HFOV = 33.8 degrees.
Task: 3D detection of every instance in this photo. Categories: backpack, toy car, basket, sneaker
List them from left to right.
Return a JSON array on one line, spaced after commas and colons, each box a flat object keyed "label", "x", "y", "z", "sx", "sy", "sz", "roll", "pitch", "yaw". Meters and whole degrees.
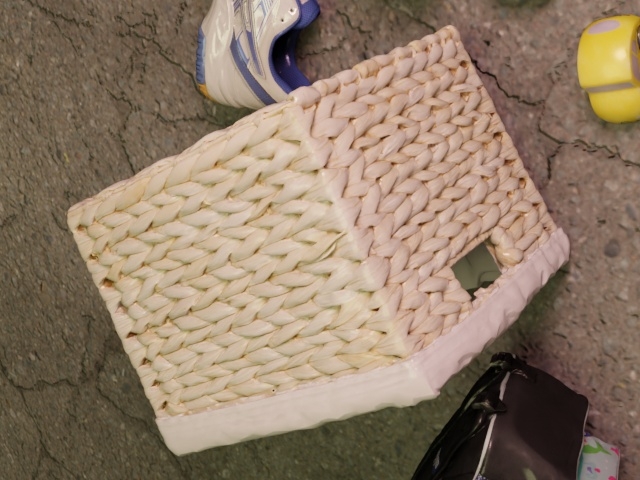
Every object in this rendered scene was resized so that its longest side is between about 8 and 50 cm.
[{"label": "sneaker", "x": -0.055, "y": -0.282, "z": 1.122, "sx": 0.130, "sy": 0.112, "sz": 0.297, "roll": 14, "pitch": 121, "yaw": 21}, {"label": "basket", "x": 0.000, "y": 0.000, "z": 1.006, "sx": 0.331, "sy": 0.328, "sz": 0.267, "roll": -22, "pitch": 97, "yaw": 39}, {"label": "backpack", "x": 0.172, "y": 0.269, "z": 1.044, "sx": 0.191, "sy": 0.225, "sz": 0.253, "roll": 36, "pitch": 115, "yaw": 2}, {"label": "toy car", "x": 0.256, "y": -0.244, "z": 0.913, "sx": 0.239, "sy": 0.053, "sz": 0.225, "roll": 52, "pitch": 129, "yaw": 11}]
